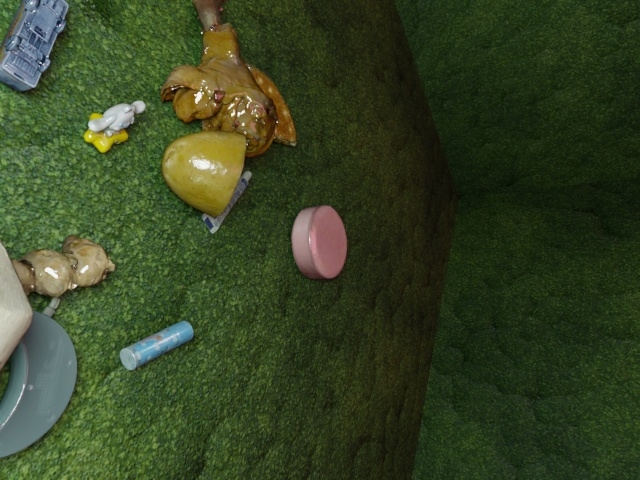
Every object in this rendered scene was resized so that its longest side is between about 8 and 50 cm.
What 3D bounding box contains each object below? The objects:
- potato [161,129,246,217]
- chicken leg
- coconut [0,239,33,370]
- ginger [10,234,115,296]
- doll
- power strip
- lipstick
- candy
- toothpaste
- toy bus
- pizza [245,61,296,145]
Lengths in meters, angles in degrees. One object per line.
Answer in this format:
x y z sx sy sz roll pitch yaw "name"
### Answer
-0.272 -0.166 1.044 0.157 0.203 0.178 19 41 -33 "potato"
-0.257 -0.400 1.119 0.295 0.181 0.410 -15 95 -43 "chicken leg"
-0.489 0.090 0.563 0.237 0.237 0.266 48 45 -46 "coconut"
-0.453 0.051 0.780 0.104 0.080 0.204 46 30 11 "ginger"
-0.391 -0.232 0.895 0.135 0.113 0.072 -46 106 -28 "doll"
-0.475 0.210 0.746 0.167 0.054 0.254 31 60 -57 "power strip"
-0.339 0.217 0.980 0.157 0.048 0.048 -22 105 -58 "lipstick"
0.000 0.000 1.541 0.255 0.094 0.256 13 75 -58 "candy"
-0.237 -0.110 1.213 0.062 0.037 0.216 61 42 -35 "toothpaste"
-0.486 -0.339 0.782 0.064 0.075 0.191 39 52 -53 "toy bus"
-0.161 -0.366 1.356 0.292 0.058 0.197 54 44 -39 "pizza"
